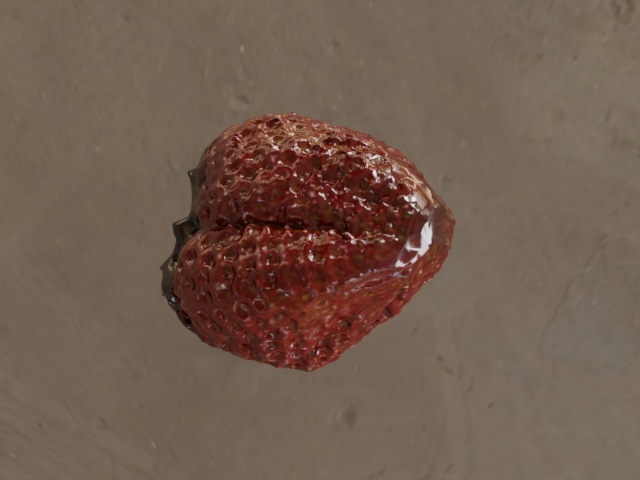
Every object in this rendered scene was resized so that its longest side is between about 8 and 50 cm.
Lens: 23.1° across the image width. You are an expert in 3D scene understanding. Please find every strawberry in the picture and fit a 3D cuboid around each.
[{"bbox_3d":[0.000,0.000,1.468,0.288,0.238,0.250,-13,67,38],"label":"strawberry"}]
